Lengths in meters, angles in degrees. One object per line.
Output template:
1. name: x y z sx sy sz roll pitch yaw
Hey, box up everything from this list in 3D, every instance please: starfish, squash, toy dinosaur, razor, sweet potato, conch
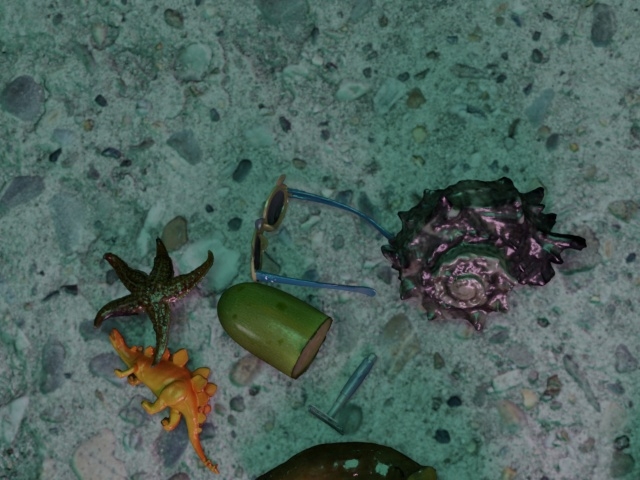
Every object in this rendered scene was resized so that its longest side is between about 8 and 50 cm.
1. starfish: -0.268 0.089 1.879 0.213 0.057 0.238 -16 56 1
2. squash: -0.082 0.129 1.847 0.186 0.123 0.123 30 81 19
3. toy dinosaur: -0.229 0.237 1.863 0.117 0.070 0.288 -43 79 -5
4. razor: 0.046 0.234 1.843 0.068 0.040 0.135 33 77 14
5. sweet potato: 0.035 0.360 1.778 0.285 0.085 0.112 -2 49 7
6. conch: 0.247 0.020 1.807 0.313 0.186 0.241 -16 101 -15

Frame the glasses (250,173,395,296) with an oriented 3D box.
1. glasses: -0.006 0.017 1.881 0.220 0.088 0.190 24 52 -6
